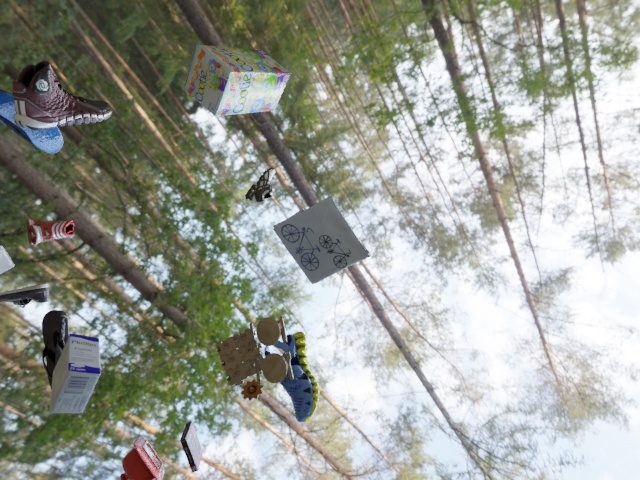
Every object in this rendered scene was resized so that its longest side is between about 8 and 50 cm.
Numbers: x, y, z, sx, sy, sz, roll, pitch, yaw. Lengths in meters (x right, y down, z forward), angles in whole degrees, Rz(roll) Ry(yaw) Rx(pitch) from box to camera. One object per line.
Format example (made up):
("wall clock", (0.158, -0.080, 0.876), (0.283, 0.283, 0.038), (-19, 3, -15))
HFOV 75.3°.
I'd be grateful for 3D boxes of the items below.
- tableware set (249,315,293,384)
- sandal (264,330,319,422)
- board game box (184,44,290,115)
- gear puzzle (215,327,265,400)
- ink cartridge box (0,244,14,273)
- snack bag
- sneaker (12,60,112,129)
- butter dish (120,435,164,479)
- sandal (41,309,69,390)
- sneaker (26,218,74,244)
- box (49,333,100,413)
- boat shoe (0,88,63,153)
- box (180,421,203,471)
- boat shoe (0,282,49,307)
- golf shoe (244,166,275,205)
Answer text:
("tableware set", (-0.140, 0.327, 1.248), (0.128, 0.039, 0.194), (-17, -104, 25))
("sandal", (-0.097, 0.423, 1.302), (0.126, 0.138, 0.317), (-65, -151, 28))
("board game box", (-0.247, -0.486, 1.264), (0.275, 0.142, 0.144), (-30, 158, -52))
("gear puzzle", (-0.297, 0.500, 1.655), (0.176, 0.044, 0.339), (-24, -142, -14))
("ink cartridge box", (-1.048, 0.071, 1.237), (0.191, 0.082, 0.139), (7, -148, 27))
("snack bag", (0.000, 0.000, 1.776), (0.343, 0.323, 0.037), (-29, -169, 32))
("sneaker", (-0.699, -0.405, 1.137), (0.107, 0.162, 0.281), (13, -152, 16))
("butter dish", (-0.618, 0.769, 1.405), (0.118, 0.159, 0.160), (-34, 177, -20))
("sandal", (-0.731, 0.316, 1.142), (0.097, 0.054, 0.254), (-29, -107, 10))
("sneaker", (-0.912, -0.031, 1.407), (0.128, 0.087, 0.221), (-9, -162, -39))
("box", (-0.588, 0.319, 0.998), (0.126, 0.072, 0.137), (-60, -142, 13))
("boat shoe", (-0.859, -0.356, 1.203), (0.089, 0.258, 0.109), (24, -112, 16))
("box", (-0.545, 0.872, 1.758), (0.029, 0.162, 0.116), (-14, -169, -2))
("boat shoe", (-0.957, 0.186, 1.319), (0.206, 0.064, 0.075), (-12, -178, 10))
("golf shoe", (-0.231, -0.223, 1.742), (0.198, 0.094, 0.077), (-58, -175, -30))
